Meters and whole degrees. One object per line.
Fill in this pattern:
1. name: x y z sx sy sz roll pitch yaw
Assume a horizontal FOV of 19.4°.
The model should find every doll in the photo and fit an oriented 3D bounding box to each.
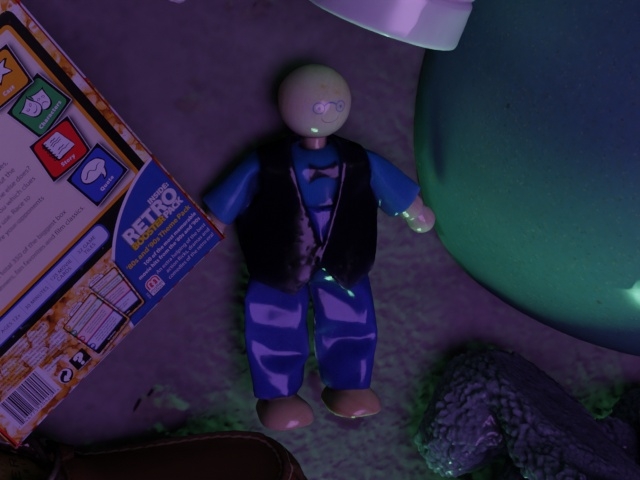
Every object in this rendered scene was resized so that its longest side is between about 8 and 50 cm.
1. doll: 0.000 0.000 0.964 0.129 0.046 0.189 -8 111 -15

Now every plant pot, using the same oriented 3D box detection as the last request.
1. plant pot: 0.221 -0.050 0.970 0.290 0.195 0.290 -12 119 -23

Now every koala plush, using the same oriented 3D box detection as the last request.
1. koala plush: 0.131 0.212 1.068 0.196 0.203 0.221 17 116 -33

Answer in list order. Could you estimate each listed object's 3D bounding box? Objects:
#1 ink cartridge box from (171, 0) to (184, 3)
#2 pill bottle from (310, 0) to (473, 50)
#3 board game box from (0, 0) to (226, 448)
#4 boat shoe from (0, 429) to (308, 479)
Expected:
1. ink cartridge box: -0.075 -0.215 0.798 0.181 0.056 0.225 12 134 -39
2. pill bottle: 0.060 -0.192 0.864 0.108 0.108 0.194 11 107 -33
3. board game box: -0.154 -0.016 0.861 0.147 0.045 0.193 -45 129 -9
4. boat shoe: -0.145 0.150 0.918 0.307 0.111 0.104 -19 123 -20
